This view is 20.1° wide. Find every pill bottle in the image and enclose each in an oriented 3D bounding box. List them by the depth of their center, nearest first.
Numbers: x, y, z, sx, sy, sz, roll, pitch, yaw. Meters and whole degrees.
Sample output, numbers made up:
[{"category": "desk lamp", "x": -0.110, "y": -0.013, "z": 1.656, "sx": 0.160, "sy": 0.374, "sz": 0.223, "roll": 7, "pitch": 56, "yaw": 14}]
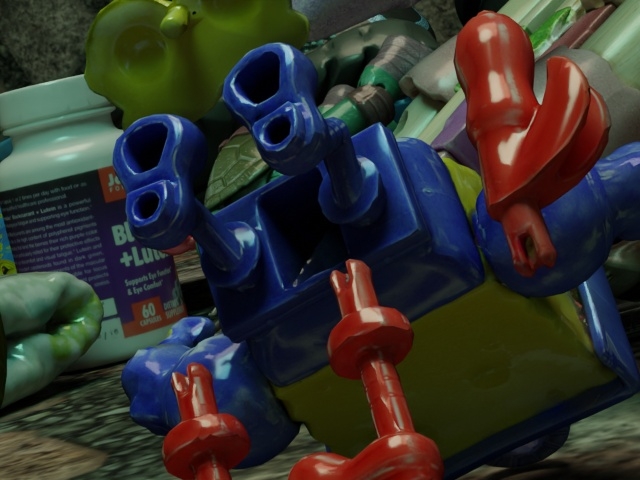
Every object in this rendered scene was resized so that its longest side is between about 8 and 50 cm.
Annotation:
[{"category": "pill bottle", "x": -0.163, "y": -0.014, "z": 1.243, "sx": 0.108, "sy": 0.193, "sz": 0.108, "roll": -14, "pitch": 5, "yaw": 1}]

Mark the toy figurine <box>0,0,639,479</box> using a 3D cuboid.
[{"category": "toy figurine", "x": 0.005, "y": 0.055, "z": 0.555, "sx": 0.363, "sy": 0.191, "sz": 0.217, "roll": -31, "pitch": -38, "yaw": 16}]

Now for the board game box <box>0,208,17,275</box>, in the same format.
[{"category": "board game box", "x": -0.189, "y": -0.015, "z": 1.535, "sx": 0.302, "sy": 0.086, "sz": 0.308, "roll": -25, "pitch": 2, "yaw": -14}]

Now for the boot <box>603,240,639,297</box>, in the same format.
[{"category": "boot", "x": 0.192, "y": 0.004, "z": 0.973, "sx": 0.106, "sy": 0.037, "sz": 0.114, "roll": -26, "pitch": -7, "yaw": 36}]

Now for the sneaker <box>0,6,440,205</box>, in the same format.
[{"category": "sneaker", "x": -0.074, "y": -0.105, "z": 1.367, "sx": 0.341, "sy": 0.125, "sz": 0.139, "roll": -12, "pitch": 38, "yaw": -3}]

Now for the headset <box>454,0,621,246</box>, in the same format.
[{"category": "headset", "x": 0.182, "y": -0.096, "z": 1.166, "sx": 0.185, "sy": 0.243, "sz": 0.394, "roll": 7, "pitch": -21, "yaw": -32}]

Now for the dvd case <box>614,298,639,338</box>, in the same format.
[{"category": "dvd case", "x": 0.051, "y": 0.052, "z": 0.921, "sx": 0.165, "sy": 0.018, "sz": 0.221, "roll": -15, "pitch": 6, "yaw": -12}]

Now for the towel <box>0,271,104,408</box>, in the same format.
[{"category": "towel", "x": -0.366, "y": 0.105, "z": 1.102, "sx": 0.321, "sy": 0.090, "sz": 0.374, "roll": -7, "pitch": 8, "yaw": 37}]

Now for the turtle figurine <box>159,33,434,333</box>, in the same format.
[{"category": "turtle figurine", "x": -0.011, "y": -0.028, "z": 1.122, "sx": 0.175, "sy": 0.118, "sz": 0.234, "roll": -13, "pitch": 31, "yaw": 46}]

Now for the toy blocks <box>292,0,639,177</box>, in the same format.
[{"category": "toy blocks", "x": 0.092, "y": -0.040, "z": 0.809, "sx": 0.260, "sy": 0.309, "sz": 0.288, "roll": -48, "pitch": 10, "yaw": -10}]
